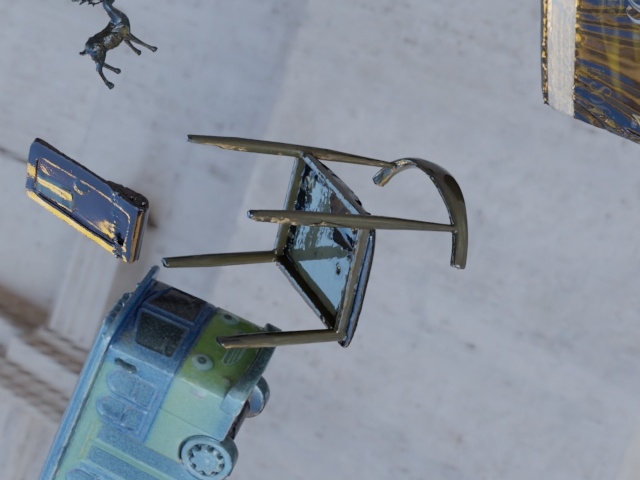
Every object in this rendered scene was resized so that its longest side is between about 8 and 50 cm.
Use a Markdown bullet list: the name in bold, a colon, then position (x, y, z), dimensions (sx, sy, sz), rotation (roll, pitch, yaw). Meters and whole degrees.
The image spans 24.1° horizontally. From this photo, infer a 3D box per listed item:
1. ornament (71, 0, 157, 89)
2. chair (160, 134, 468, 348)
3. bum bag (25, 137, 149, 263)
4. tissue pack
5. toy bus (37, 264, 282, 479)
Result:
- **ornament**: position (-0.235, -0.228, 1.621), dimensions (0.028, 0.073, 0.125), rotation (45, 173, 43)
- **chair**: position (0.000, 0.000, 1.550), dimensions (0.272, 0.166, 0.188), rotation (-2, -148, -29)
- **bum bag**: position (-0.264, -0.047, 1.694), dimensions (0.159, 0.109, 0.026), rotation (33, -128, 9)
- **tissue pack**: position (0.366, -0.300, 1.753), dimensions (0.198, 0.210, 0.370), rotation (18, 154, 17)
- **toy bus**: position (-0.178, 0.204, 1.610), dimensions (0.190, 0.312, 0.152), rotation (28, -147, 2)
